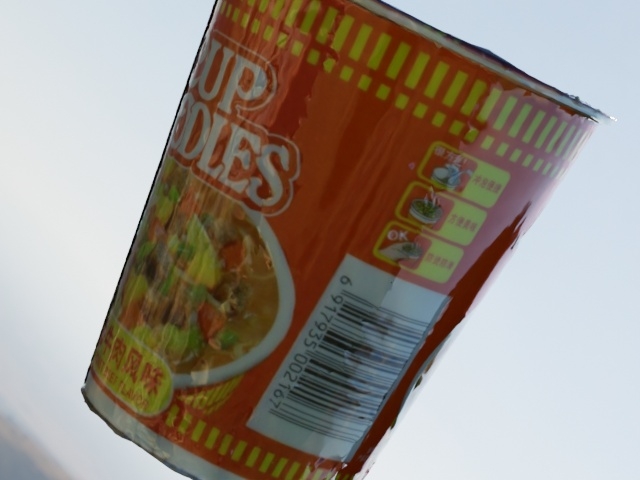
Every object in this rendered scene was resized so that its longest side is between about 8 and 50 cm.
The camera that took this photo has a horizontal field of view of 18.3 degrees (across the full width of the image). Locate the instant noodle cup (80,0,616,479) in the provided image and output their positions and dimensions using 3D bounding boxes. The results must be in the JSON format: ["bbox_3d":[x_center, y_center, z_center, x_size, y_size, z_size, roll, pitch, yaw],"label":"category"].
[{"bbox_3d":[0.000,0.000,0.861,0.193,0.212,0.193,26,7,-3],"label":"instant noodle cup"}]
